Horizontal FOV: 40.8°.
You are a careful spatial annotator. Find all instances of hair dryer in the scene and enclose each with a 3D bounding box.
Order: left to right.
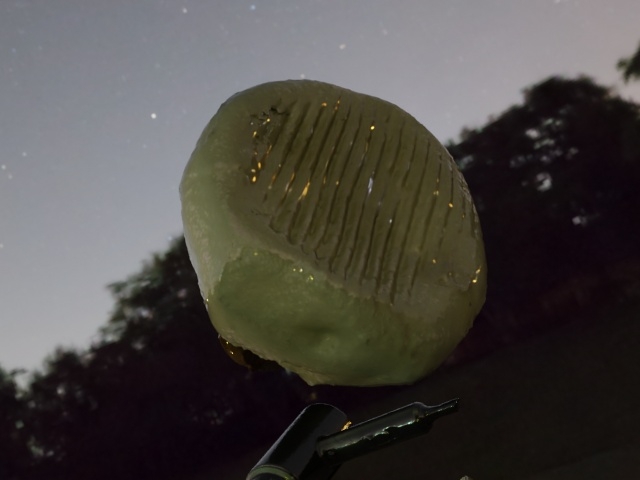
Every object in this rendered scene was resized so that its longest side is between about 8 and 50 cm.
[{"bbox_3d":[0.035,0.222,0.913,0.248,0.078,0.195,-30,3,29],"label":"hair dryer"}]

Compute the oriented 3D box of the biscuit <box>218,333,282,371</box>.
[{"bbox_3d":[-0.005,0.074,1.162,0.296,0.075,0.296,-30,-32,-21],"label":"biscuit"}]

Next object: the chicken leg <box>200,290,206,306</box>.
[{"bbox_3d":[-0.133,0.065,1.580,0.198,0.085,0.069,-22,-17,-34],"label":"chicken leg"}]

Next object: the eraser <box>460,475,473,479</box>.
[{"bbox_3d":[0.225,0.508,1.389,0.226,0.158,0.069,-50,-1,11],"label":"eraser"}]

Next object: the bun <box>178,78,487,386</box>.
[{"bbox_3d":[0.000,0.000,0.575,0.231,0.231,0.133,-15,-23,-40],"label":"bun"}]
